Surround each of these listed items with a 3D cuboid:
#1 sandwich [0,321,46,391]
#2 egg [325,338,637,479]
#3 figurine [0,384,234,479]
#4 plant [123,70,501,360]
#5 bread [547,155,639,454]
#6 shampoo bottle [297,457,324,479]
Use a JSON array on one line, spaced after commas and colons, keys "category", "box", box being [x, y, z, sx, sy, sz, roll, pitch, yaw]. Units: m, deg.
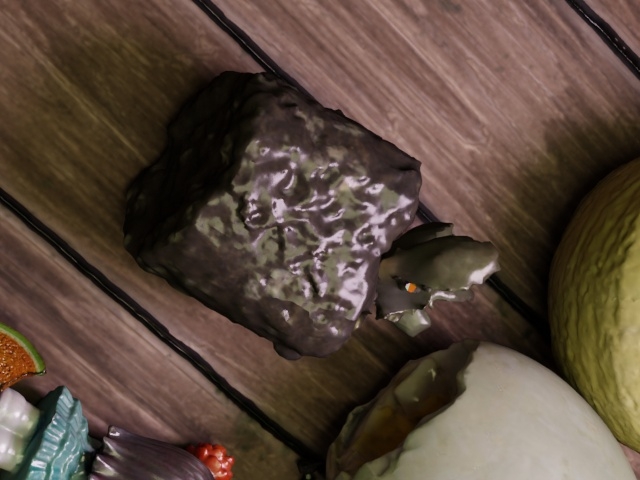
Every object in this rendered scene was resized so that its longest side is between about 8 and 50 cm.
[{"category": "sandwich", "box": [-0.308, 0.100, 1.649, 0.135, 0.029, 0.067, 6, 65, -7]}, {"category": "egg", "box": [0.168, 0.272, 1.744, 0.278, 0.278, 0.336, -39, 97, -7]}, {"category": "figurine", "box": [-0.200, 0.206, 1.697, 0.245, 0.110, 0.138, 30, 74, -18]}, {"category": "plant", "box": [0.000, 0.000, 1.657, 0.312, 0.215, 0.213, 34, 87, -27]}, {"category": "bread", "box": [0.367, 0.065, 1.798, 0.320, 0.237, 0.320, -5, 106, -20]}, {"category": "shampoo bottle", "box": [-0.007, 0.279, 1.827, 0.048, 0.027, 0.137, -9, 107, -9]}]
